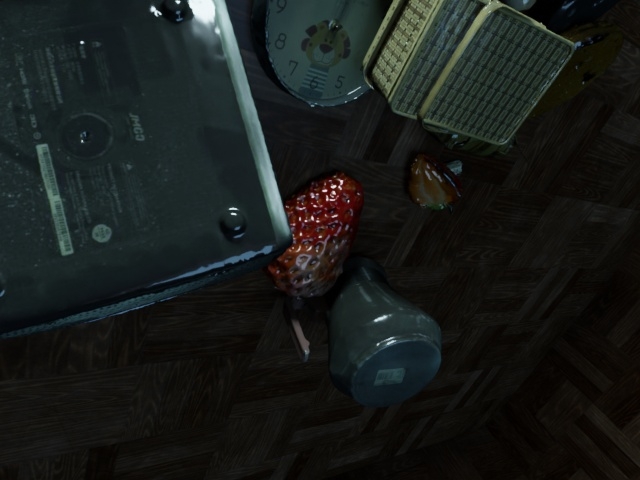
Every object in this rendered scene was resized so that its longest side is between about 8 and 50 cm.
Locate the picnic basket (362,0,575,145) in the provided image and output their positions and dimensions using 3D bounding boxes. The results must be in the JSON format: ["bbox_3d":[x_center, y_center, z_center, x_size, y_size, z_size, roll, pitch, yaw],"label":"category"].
[{"bbox_3d":[0.263,-0.332,0.823,0.313,0.175,0.228,10,129,-27],"label":"picnic basket"}]

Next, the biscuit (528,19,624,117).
[{"bbox_3d":[0.606,-0.429,1.121,0.296,0.075,0.296,-19,161,-7],"label":"biscuit"}]

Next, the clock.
[{"bbox_3d":[0.026,-0.404,0.832,0.313,0.061,0.312,-17,133,-19],"label":"clock"}]

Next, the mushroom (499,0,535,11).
[{"bbox_3d":[0.343,-0.534,0.822,0.206,0.206,0.209,-21,108,-17],"label":"mushroom"}]

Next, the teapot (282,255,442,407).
[{"bbox_3d":[0.100,0.230,1.197,0.376,0.361,0.305,0,122,-19],"label":"teapot"}]

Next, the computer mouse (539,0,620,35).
[{"bbox_3d":[0.613,-0.580,1.023,0.269,0.100,0.170,-37,158,12],"label":"computer mouse"}]

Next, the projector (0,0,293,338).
[{"bbox_3d":[-0.283,-0.104,0.602,0.405,0.395,0.242,-15,176,-11],"label":"projector"}]

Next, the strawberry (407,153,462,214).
[{"bbox_3d":[0.305,-0.157,1.197,0.192,0.085,0.140,33,137,-11],"label":"strawberry"}]

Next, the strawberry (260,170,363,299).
[{"bbox_3d":[0.000,0.000,1.090,0.265,0.149,0.336,20,112,-40],"label":"strawberry"}]

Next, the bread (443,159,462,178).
[{"bbox_3d":[0.364,-0.183,1.253,0.070,0.035,0.083,-16,135,-19],"label":"bread"}]

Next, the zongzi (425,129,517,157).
[{"bbox_3d":[0.429,-0.351,1.088,0.286,0.134,0.288,2,123,-40],"label":"zongzi"}]
